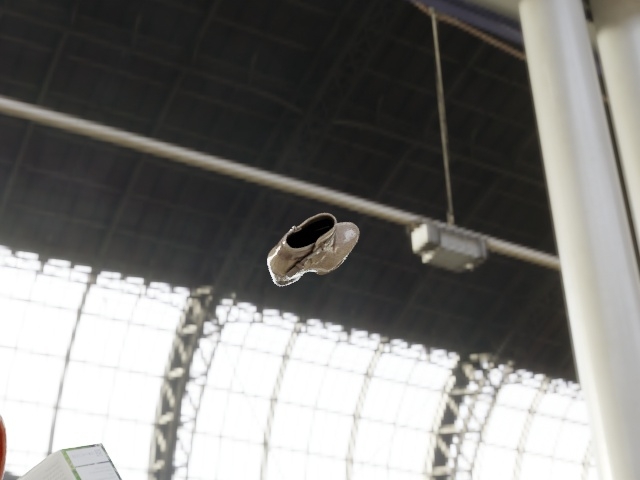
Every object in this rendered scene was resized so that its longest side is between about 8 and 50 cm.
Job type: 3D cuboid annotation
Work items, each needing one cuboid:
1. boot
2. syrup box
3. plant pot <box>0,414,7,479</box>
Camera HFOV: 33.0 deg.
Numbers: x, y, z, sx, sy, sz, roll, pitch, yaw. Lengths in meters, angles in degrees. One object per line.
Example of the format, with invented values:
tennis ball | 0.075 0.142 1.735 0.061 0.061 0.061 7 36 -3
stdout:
boot | 0.000 0.000 1.007 0.118 0.042 0.087 -36 -15 -28
syrup box | -0.260 0.365 1.274 0.096 0.236 0.093 -38 -17 15
plant pot | -0.628 0.331 1.521 0.265 0.272 0.272 15 -32 9
